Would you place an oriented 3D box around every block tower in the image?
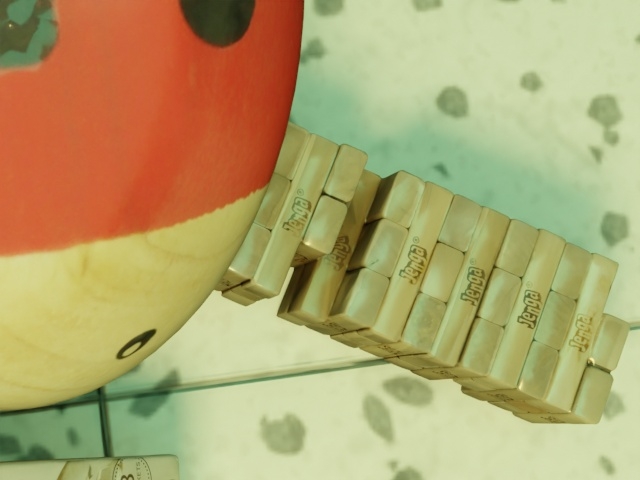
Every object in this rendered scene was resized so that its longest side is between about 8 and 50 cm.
[{"bbox_3d":[0.000,0.000,0.823,0.335,0.097,0.091,23,77,-11],"label":"block tower"}]

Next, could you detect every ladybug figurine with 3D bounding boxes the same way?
[{"bbox_3d":[-0.145,-0.136,0.632,0.305,0.162,0.449,-10,102,-15],"label":"ladybug figurine"}]

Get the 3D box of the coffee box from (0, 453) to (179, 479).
[{"bbox_3d":[-0.177,0.172,0.684,0.246,0.098,0.141,7,78,-54],"label":"coffee box"}]
